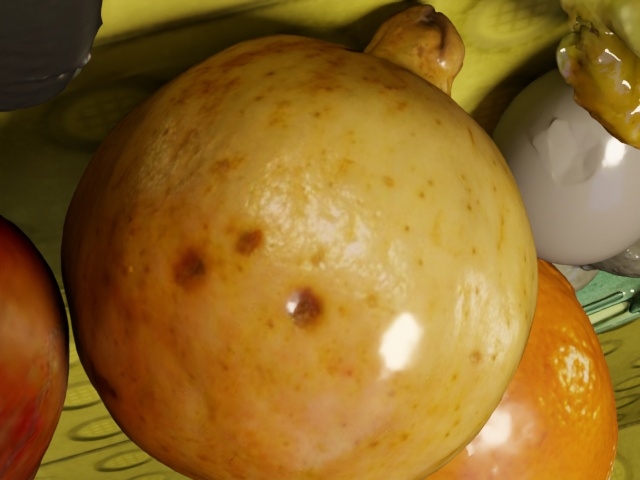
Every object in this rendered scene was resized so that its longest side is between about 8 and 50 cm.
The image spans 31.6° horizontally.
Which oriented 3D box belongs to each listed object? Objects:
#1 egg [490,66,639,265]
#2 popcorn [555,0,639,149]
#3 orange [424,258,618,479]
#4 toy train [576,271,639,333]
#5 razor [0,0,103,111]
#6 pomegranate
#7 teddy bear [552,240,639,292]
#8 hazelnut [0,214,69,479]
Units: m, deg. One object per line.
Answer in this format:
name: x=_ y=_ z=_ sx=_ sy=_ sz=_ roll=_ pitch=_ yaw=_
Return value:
egg: x=0.246 y=-0.074 z=1.061 sx=0.176 sy=0.176 sz=0.232 roll=-13 pitch=157 yaw=-11
popcorn: x=0.352 y=-0.168 z=0.801 sx=0.326 sy=0.290 sz=0.321 roll=2 pitch=-175 yaw=40
orange: x=0.122 y=0.162 z=1.231 sx=0.326 sy=0.424 sz=0.424 roll=-47 pitch=169 yaw=-26
toy train: x=0.344 y=0.075 z=1.508 sx=0.369 sy=0.150 sz=0.237 roll=-23 pitch=164 yaw=13
razor: x=-0.208 y=-0.180 z=0.608 sx=0.189 sy=0.107 sz=0.327 roll=-11 pitch=155 yaw=-18
pomegranate: x=0.000 y=0.000 z=0.880 sx=0.410 sy=0.410 sz=0.410 roll=-15 pitch=156 yaw=-7
teddy bear: x=0.281 y=-0.017 z=1.288 sx=0.171 sy=0.144 sz=0.251 roll=40 pitch=144 yaw=-23
hazelnut: x=-0.369 y=0.091 z=0.786 sx=0.359 sy=0.359 sz=0.409 roll=-30 pitch=150 yaw=26
